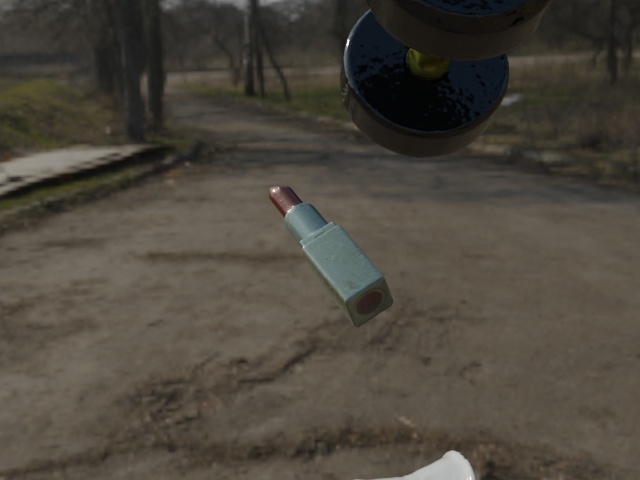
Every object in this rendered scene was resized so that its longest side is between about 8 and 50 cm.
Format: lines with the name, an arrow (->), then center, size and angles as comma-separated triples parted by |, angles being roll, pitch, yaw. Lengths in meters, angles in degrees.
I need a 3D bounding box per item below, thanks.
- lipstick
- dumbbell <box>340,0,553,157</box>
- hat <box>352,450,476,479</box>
lipstick -> -0.001, 0.000, 0.688 | 0.030, 0.030, 0.129 | -33, 50, -8
dumbbell -> 0.134, -0.242, 1.181 | 0.204, 0.203, 0.322 | -3, -19, -5
hat -> 0.079, 0.311, 1.091 | 0.126, 0.203, 0.203 | 9, 9, -9
